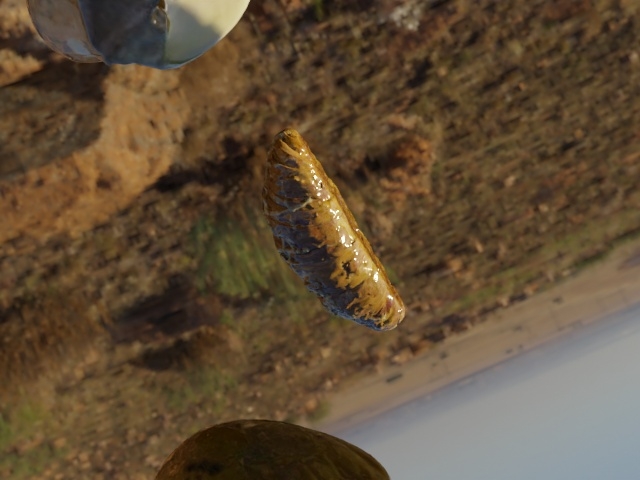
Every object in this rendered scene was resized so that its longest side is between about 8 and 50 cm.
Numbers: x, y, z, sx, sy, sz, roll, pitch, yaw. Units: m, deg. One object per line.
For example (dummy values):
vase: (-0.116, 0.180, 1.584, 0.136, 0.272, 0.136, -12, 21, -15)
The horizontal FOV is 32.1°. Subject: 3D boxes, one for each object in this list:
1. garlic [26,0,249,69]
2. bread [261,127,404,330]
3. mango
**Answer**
garlic: (-0.103, -0.236, 0.727, 0.281, 0.185, 0.203, -47, -173, 47)
bread: (0.000, 0.000, 1.007, 0.076, 0.233, 0.105, -27, -148, 6)
mango: (-0.016, 0.106, 0.449, 0.114, 0.079, 0.057, 4, 117, -42)
